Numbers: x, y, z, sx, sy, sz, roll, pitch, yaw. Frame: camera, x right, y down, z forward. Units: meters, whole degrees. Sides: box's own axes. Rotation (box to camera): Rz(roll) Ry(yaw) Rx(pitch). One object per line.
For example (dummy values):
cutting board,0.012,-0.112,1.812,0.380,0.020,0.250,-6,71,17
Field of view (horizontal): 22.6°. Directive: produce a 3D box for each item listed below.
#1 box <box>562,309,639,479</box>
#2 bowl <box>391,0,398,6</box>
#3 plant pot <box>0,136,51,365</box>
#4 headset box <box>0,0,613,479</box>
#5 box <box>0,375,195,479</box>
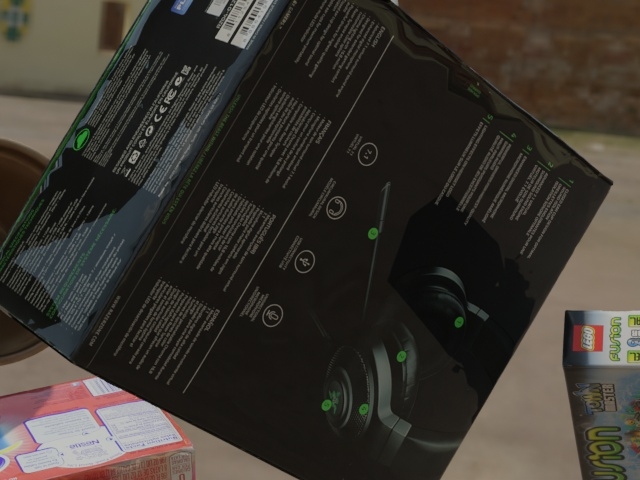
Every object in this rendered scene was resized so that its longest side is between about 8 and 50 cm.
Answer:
box,0.204,0.105,0.922,0.114,0.036,0.207,0,-32,14
bowl,-0.062,-0.181,1.627,0.134,0.297,0.298,16,-1,-33
plant pot,-0.359,0.014,1.669,0.237,0.237,0.110,3,-6,-19
headset box,0.000,0.000,0.914,0.283,0.246,0.131,32,-3,-37
box,-0.260,0.222,1.275,0.300,0.142,0.154,-11,25,-24
